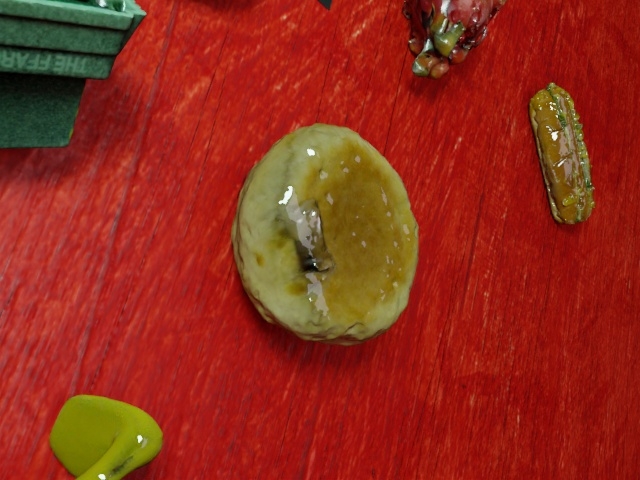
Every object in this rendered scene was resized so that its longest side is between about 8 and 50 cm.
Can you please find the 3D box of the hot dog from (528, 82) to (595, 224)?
[{"bbox_3d":[0.447,-0.156,1.184,0.115,0.072,0.269,-24,103,-33],"label":"hot dog"}]

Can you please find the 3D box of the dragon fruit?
[{"bbox_3d":[0.181,-0.319,0.917,0.150,0.133,0.208,36,73,-42],"label":"dragon fruit"}]

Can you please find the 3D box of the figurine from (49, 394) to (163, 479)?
[{"bbox_3d":[-0.235,0.294,0.417,0.204,0.283,0.338,44,10,2],"label":"figurine"}]

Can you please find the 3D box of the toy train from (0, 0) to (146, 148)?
[{"bbox_3d":[-0.295,-0.145,0.442,0.330,0.178,0.138,-10,48,-47],"label":"toy train"}]

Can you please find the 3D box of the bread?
[{"bbox_3d":[0.000,0.000,0.721,0.244,0.134,0.245,6,81,-39],"label":"bread"}]

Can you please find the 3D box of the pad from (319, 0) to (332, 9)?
[{"bbox_3d":[-0.005,-0.413,0.843,0.116,0.004,0.193,30,66,-37],"label":"pad"}]
